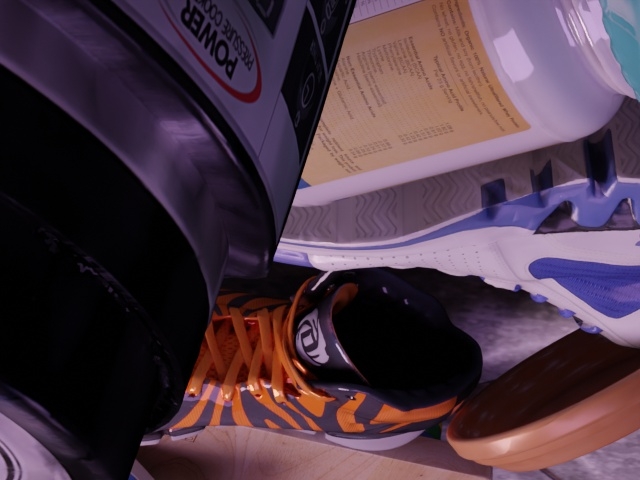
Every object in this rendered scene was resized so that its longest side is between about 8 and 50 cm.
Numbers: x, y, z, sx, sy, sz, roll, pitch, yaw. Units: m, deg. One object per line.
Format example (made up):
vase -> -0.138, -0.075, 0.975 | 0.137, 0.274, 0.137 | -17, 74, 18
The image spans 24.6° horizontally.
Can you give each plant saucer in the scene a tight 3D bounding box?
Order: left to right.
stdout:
plant saucer -> 0.174, 0.088, 0.913 | 0.200, 0.200, 0.037 | -27, 95, 41

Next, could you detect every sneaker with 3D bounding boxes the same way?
sneaker -> -0.047, 0.062, 0.944 | 0.321, 0.125, 0.180 | 3, 163, -14
sneaker -> 0.121, -0.006, 0.821 | 0.315, 0.127, 0.182 | -6, 143, 17

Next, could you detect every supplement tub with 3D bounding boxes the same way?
supplement tub -> 0.054, -0.104, 0.667 | 0.199, 0.144, 0.144 | -14, 142, 29

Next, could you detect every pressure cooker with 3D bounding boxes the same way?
pressure cooker -> -0.185, -0.082, 0.451 | 0.369, 0.420, 0.375 | 21, 157, -11

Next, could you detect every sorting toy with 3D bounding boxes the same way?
sorting toy -> -0.025, 0.172, 1.160 | 0.255, 0.089, 0.257 | 14, 146, -10

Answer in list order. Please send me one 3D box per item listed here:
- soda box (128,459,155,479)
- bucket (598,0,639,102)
soda box -> -0.190, 0.178, 1.074 | 0.263, 0.092, 0.083 | 44, 151, 16
bucket -> 0.243, -0.099, 0.504 | 0.281, 0.183, 0.281 | -7, 116, -15
